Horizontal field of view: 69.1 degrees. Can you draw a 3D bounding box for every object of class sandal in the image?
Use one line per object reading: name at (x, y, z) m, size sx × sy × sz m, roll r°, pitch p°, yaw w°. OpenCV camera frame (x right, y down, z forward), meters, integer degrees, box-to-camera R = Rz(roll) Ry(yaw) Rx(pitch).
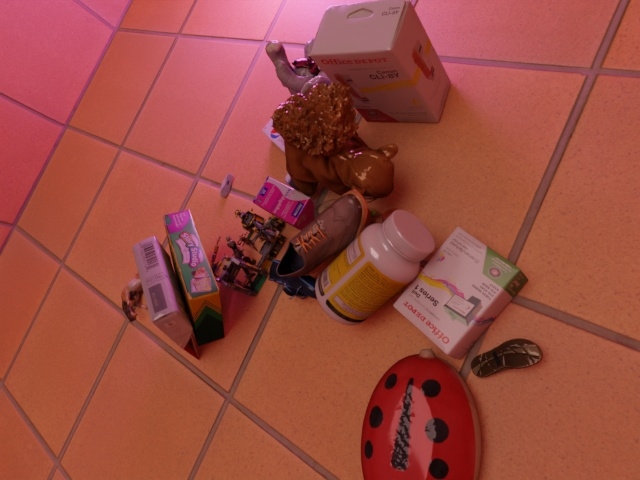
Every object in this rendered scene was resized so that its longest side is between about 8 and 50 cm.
sandal at (0.458, 0.292, 1.145) m, size 0.180 × 0.049 × 0.072 m, roll -34°, pitch 51°, yaw 35°

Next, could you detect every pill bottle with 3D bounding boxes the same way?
pill bottle at (0.147, 0.075, 1.272) m, size 0.334 × 0.188 × 0.187 m, roll -48°, pitch 52°, yaw 35°

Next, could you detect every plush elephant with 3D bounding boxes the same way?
plush elephant at (-0.001, -0.581, 1.631) m, size 0.256 × 0.272 × 0.329 m, roll -3°, pitch 99°, yaw 45°

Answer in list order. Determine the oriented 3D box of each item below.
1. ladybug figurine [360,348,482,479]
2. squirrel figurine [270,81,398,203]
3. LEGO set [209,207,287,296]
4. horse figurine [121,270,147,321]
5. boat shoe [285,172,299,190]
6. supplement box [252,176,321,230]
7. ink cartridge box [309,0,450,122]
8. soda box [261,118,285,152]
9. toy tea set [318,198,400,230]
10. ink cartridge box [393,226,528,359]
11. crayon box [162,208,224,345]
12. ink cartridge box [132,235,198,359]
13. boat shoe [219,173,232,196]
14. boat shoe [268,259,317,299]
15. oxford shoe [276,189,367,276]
ladybug figurine at (0.229, 0.491, 1.141) m, size 0.305 × 0.162 × 0.448 m, roll -3°, pitch 71°, yaw 32°
squirrel figurine at (0.046, -0.269, 1.388) m, size 0.281 × 0.397 × 0.370 m, roll -45°, pitch 43°, yaw -3°
LEGO set at (-0.285, 0.030, 1.618) m, size 0.255 × 0.192 × 0.331 m, roll 40°, pitch 95°, yaw 36°
horse figurine at (-0.753, 0.204, 1.931) m, size 0.175 × 0.066 × 0.263 m, roll 36°, pitch 91°, yaw 31°
boat shoe at (-0.030, -0.274, 1.647) m, size 0.076 × 0.080 × 0.228 m, roll 44°, pitch 95°, yaw 18°
supplement box at (-0.110, -0.122, 1.616) m, size 0.220 × 0.114 × 0.111 m, roll 29°, pitch 88°, yaw 35°
ink cartridge box at (0.189, -0.519, 1.403) m, size 0.280 × 0.385 × 0.160 m, roll 12°, pitch 80°, yaw 35°
soda box at (-0.129, -0.375, 1.747) m, size 0.074 × 0.069 × 0.216 m, roll -49°, pitch 55°, yaw 7°
toy tea set at (0.112, -0.020, 1.460) m, size 0.336 × 0.124 × 0.200 m, roll 11°, pitch 49°, yaw 38°
ink cartridge box at (0.361, 0.139, 1.215) m, size 0.278 × 0.117 × 0.201 m, roll -52°, pitch 54°, yaw 6°
crayon box at (-0.440, 0.130, 1.614) m, size 0.106 × 0.313 × 0.362 m, roll -17°, pitch 55°, yaw -19°
ink cartridge box at (-0.498, 0.211, 1.605) m, size 0.091 × 0.385 × 0.308 m, roll -26°, pitch 58°, yaw -6°
boat shoe at (-0.384, -0.221, 1.877) m, size 0.035 × 0.035 × 0.100 m, roll 4°, pitch 77°, yaw 62°
boat shoe at (-0.078, 0.145, 1.518) m, size 0.258 × 0.109 × 0.088 m, roll 27°, pitch 95°, yaw 53°
oxford shoe at (0.000, 0.000, 1.328) m, size 0.130 × 0.133 × 0.363 m, roll 52°, pitch 129°, yaw 16°
